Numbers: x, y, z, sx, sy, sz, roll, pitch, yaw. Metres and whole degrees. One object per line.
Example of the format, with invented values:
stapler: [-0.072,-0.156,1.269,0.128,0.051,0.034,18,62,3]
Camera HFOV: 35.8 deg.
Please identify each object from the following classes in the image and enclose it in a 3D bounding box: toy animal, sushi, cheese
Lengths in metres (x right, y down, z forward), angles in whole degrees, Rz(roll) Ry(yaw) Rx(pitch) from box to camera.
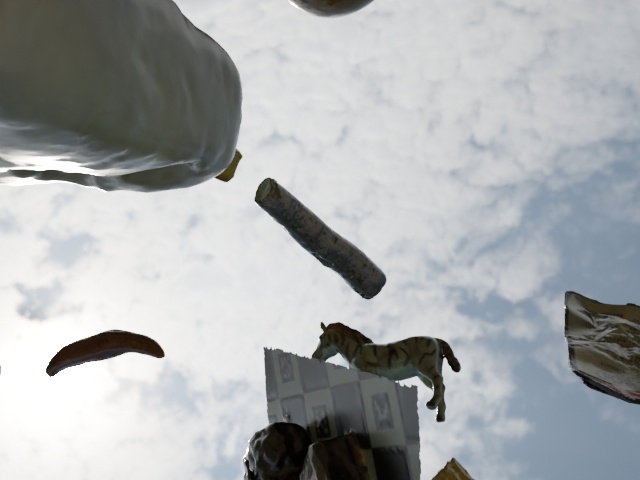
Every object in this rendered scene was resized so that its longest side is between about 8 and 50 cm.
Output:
toy animal: [0.098,0.223,1.627,0.255,0.090,0.169,9,-116,13]
sushi: [-0.013,0.284,0.958,0.069,0.339,0.320,-5,-175,-27]
cheese: [-0.249,-0.115,0.604,0.351,0.328,0.129,5,-96,10]

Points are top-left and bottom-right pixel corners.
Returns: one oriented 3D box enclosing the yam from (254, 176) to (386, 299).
yam: [0.000,0.000,1.480,0.061,0.274,0.061,-28,-139,28]

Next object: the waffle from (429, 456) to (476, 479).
waffle: [0.152,0.437,1.333,0.168,0.274,0.057,47,-152,17]

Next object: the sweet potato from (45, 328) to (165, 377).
sweet potato: [-0.413,0.208,1.903,0.255,0.058,0.078,-9,-130,12]

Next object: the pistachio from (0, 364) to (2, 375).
pistachio: [-0.848,0.324,1.945,0.446,0.365,0.281,-22,-102,-11]

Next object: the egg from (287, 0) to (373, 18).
egg: [0.018,-0.475,1.387,0.250,0.322,0.250,5,-160,-2]

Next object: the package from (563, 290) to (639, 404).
package: [0.338,0.126,1.063,0.166,0.040,0.232,19,-156,2]

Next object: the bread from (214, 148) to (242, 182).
bread: [-0.166,-0.126,1.335,0.049,0.088,0.226,-63,-161,3]
